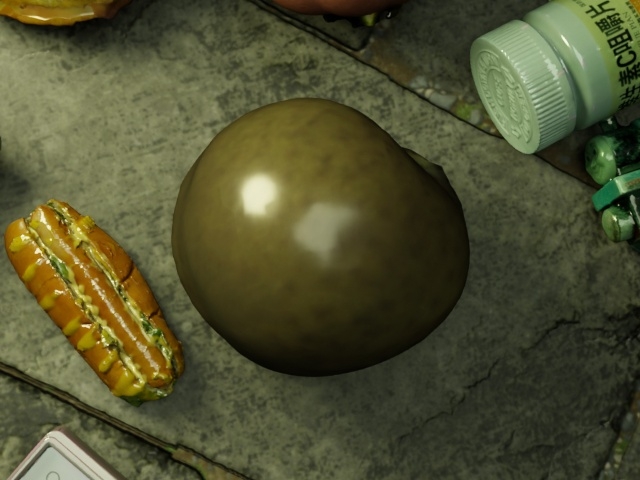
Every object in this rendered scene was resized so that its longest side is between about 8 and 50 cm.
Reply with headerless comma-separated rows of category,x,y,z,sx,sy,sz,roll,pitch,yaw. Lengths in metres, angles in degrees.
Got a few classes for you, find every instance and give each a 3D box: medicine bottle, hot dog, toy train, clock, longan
medicine bottle,0.355,-0.239,1.297,0.318,0.158,0.158,-27,89,-10
hot dog,-0.253,0.069,1.234,0.115,0.072,0.269,-41,91,-17
toy train,0.472,-0.101,1.326,0.298,0.120,0.194,-18,80,-9
clock,-0.306,0.328,1.206,0.150,0.063,0.197,41,81,-2
longan,0.000,0.000,1.158,0.319,0.319,0.318,1,85,-8

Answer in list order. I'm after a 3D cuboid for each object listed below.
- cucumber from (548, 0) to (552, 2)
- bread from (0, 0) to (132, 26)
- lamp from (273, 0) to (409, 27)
cucumber,0.382,-0.379,1.363,0.244,0.063,0.115,-25,89,-11
bread,-0.297,-0.438,1.177,0.398,0.215,0.398,-1,80,7
lamp,0.032,-0.364,1.223,0.305,0.305,0.239,-21,132,-9
